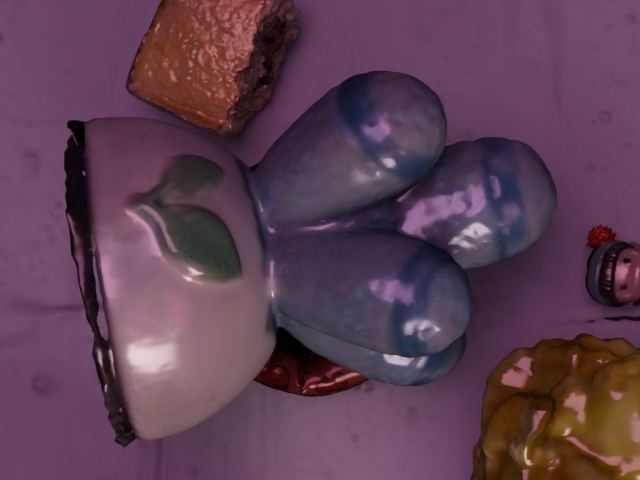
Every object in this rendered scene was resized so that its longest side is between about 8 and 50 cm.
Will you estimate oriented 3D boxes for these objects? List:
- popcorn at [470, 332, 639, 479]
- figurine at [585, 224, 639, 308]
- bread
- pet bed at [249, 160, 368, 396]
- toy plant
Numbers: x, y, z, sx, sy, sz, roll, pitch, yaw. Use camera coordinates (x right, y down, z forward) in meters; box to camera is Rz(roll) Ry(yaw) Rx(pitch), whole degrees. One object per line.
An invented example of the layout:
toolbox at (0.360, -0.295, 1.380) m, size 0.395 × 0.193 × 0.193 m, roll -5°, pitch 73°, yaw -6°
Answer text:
popcorn at (0.215, 0.208, 1.237) m, size 0.225 × 0.174 × 0.285 m, roll 1°, pitch 81°, yaw 3°
figurine at (0.246, 0.023, 1.325) m, size 0.106 × 0.047 × 0.060 m, roll 7°, pitch 90°, yaw 9°
bread at (-0.080, -0.150, 1.400) m, size 0.106 × 0.082 × 0.125 m, roll 24°, pitch 95°, yaw 24°
pet bed at (-0.009, 0.023, 1.369) m, size 0.201 × 0.053 × 0.201 m, roll -1°, pitch 83°, yaw 6°
toy plant at (0.000, 0.000, 1.247) m, size 0.332 × 0.247 × 0.247 m, roll -10°, pitch 78°, yaw -1°
